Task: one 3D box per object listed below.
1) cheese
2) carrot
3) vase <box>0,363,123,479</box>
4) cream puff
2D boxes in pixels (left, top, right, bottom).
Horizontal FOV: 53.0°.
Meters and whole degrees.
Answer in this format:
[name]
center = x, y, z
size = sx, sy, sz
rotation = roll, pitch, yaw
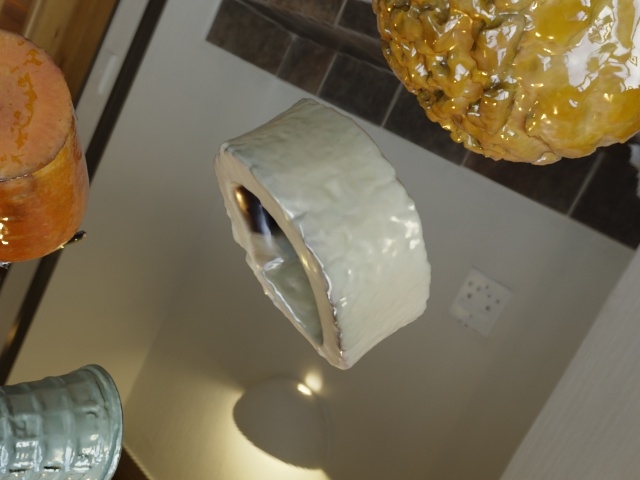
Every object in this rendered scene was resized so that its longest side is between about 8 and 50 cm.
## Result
[cheese]
center = 0.001, -0.003, 0.848
size = 0.292, 0.153, 0.332
rotation = 41, 154, 43
[carrot]
center = -0.403, -0.073, 0.835
size = 0.193, 0.331, 0.214
rotation = -9, -121, -23
[vase]
center = -0.357, 0.194, 0.613
size = 0.298, 0.143, 0.143
rotation = 9, -160, -46
[cream puff]
center = 0.160, -0.225, 0.518
size = 0.231, 0.327, 0.343
rotation = 1, -156, 20
